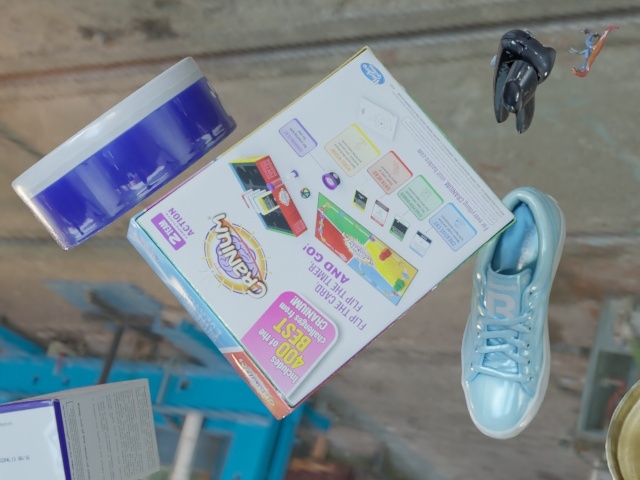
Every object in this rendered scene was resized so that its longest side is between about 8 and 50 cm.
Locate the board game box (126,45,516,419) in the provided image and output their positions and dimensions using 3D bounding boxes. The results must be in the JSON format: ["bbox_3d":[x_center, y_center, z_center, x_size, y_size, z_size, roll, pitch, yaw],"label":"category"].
[{"bbox_3d":[0.004,-0.013,1.250,0.242,0.316,0.064,50,159,5],"label":"board game box"}]

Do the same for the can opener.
[{"bbox_3d":[0.194,-0.156,1.247,0.059,0.073,0.186,39,172,11],"label":"can opener"}]

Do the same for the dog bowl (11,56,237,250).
[{"bbox_3d":[-0.234,-0.105,1.499,0.104,0.265,0.265,54,147,-9],"label":"dog bowl"}]

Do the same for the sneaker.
[{"bbox_3d":[0.259,0.097,1.772,0.135,0.366,0.150,4,171,25],"label":"sneaker"}]

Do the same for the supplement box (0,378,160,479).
[{"bbox_3d":[-0.271,0.217,1.333,0.111,0.114,0.220,-10,178,18],"label":"supplement box"}]

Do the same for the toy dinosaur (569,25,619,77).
[{"bbox_3d":[0.446,-0.312,2.065,0.047,0.082,0.090,23,152,-31],"label":"toy dinosaur"}]

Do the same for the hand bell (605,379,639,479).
[{"bbox_3d":[0.286,0.193,0.821,0.126,0.126,0.242,-1,138,35],"label":"hand bell"}]
